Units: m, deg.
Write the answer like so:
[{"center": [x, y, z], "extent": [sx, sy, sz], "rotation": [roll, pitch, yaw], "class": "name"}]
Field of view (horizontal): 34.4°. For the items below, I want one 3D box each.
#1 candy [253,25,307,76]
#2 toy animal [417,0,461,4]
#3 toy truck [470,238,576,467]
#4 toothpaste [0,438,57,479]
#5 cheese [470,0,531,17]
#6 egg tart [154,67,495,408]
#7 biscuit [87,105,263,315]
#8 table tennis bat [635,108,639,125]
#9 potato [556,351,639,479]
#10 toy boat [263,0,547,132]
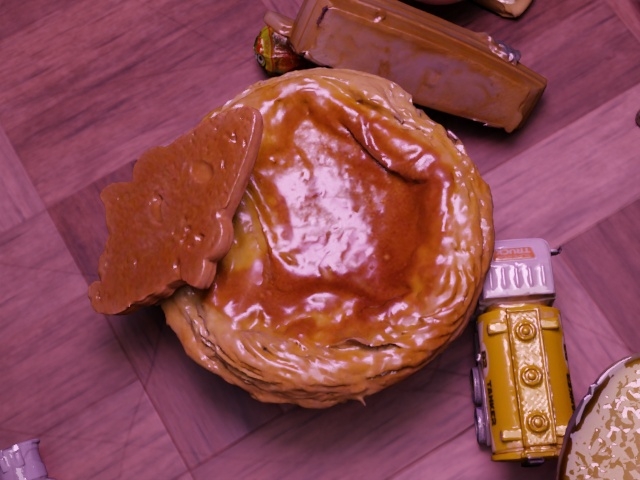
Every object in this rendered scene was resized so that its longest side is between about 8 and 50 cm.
[{"center": [0.024, -0.208, 1.165], "extent": [0.201, 0.060, 0.060], "rotation": [3, 71, -4], "class": "candy"}, {"center": [0.069, -0.393, 1.135], "extent": [0.269, 0.237, 0.326], "rotation": [-20, 65, -11], "class": "toy animal"}, {"center": [0.196, 0.108, 1.003], "extent": [0.098, 0.114, 0.226], "rotation": [-4, 70, 2], "class": "toy truck"}, {"center": [-0.261, 0.311, 0.996], "extent": [0.089, 0.057, 0.234], "rotation": [-21, 77, -2], "class": "toothpaste"}, {"center": [0.231, -0.336, 1.198], "extent": [0.086, 0.036, 0.162], "rotation": [30, 75, 11], "class": "cheese"}, {"center": [0.000, 0.000, 1.030], "extent": [0.352, 0.150, 0.351], "rotation": [-3, 70, 9], "class": "egg tart"}, {"center": [-0.135, -0.027, 0.973], "extent": [0.250, 0.035, 0.162], "rotation": [-49, 63, 15], "class": "biscuit"}, {"center": [0.437, -0.226, 1.156], "extent": [0.154, 0.021, 0.274], "rotation": [35, 75, 15], "class": "table tennis bat"}, {"center": [0.277, 0.226, 0.820], "extent": [0.160, 0.111, 0.271], "rotation": [-5, 73, 24], "class": "potato"}, {"center": [0.093, -0.206, 1.106], "extent": [0.310, 0.115, 0.089], "rotation": [17, 116, -11], "class": "toy boat"}]
